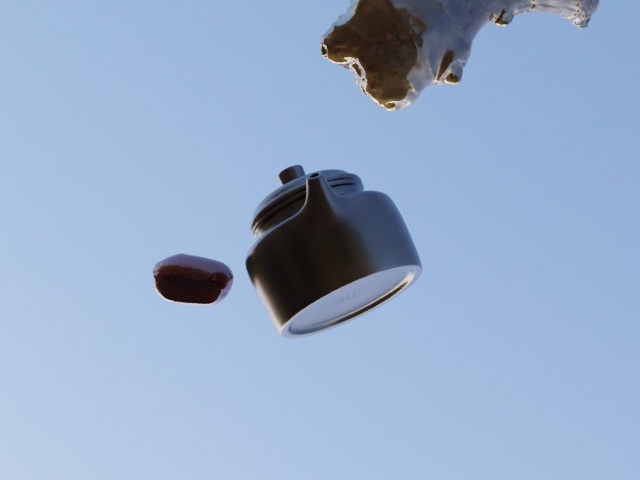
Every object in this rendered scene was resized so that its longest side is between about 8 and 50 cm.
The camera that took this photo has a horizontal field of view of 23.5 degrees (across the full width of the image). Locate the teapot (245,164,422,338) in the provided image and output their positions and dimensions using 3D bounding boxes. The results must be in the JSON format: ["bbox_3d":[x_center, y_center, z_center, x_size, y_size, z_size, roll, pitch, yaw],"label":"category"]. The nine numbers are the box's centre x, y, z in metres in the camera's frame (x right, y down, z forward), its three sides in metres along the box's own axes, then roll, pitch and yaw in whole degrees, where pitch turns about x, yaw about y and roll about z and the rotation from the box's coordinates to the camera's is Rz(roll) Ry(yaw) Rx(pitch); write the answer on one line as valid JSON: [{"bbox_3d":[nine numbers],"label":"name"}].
[{"bbox_3d":[0.000,0.000,1.744,0.267,0.185,0.175,102,-34,-71],"label":"teapot"}]

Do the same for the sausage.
[{"bbox_3d":[-0.148,0.046,1.786,0.094,0.054,0.059,7,-59,-1],"label":"sausage"}]

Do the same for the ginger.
[{"bbox_3d":[0.135,-0.198,1.371,0.086,0.294,0.131,-44,-116,59],"label":"ginger"}]
